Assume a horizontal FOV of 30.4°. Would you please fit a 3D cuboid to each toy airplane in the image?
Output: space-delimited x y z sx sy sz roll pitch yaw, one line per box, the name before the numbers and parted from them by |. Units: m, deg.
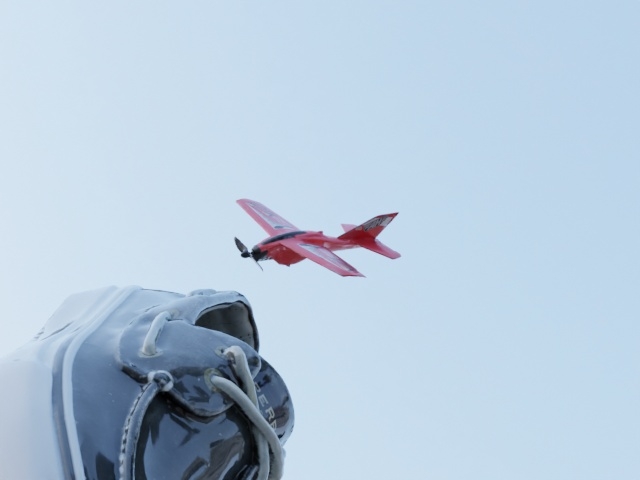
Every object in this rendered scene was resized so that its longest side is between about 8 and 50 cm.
toy airplane | 0.000 0.000 0.925 0.151 0.151 0.028 15 -64 17

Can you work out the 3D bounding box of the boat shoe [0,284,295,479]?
boat shoe | -0.073 0.080 0.545 0.119 0.335 0.121 -13 -72 -1
